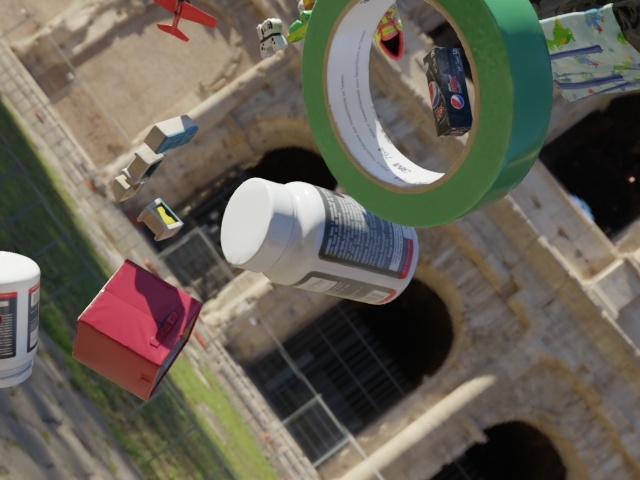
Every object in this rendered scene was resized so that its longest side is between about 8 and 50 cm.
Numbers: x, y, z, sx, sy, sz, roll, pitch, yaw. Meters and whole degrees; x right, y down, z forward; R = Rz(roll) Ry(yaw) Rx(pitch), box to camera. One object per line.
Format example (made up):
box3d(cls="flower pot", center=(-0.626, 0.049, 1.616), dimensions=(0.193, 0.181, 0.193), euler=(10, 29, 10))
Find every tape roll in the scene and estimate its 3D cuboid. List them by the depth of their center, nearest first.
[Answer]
box3d(cls="tape roll", center=(0.110, -0.177, 1.006), dimensions=(0.321, 0.077, 0.321), euler=(22, -59, 42))

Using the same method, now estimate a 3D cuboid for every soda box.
box3d(cls="soda box", center=(0.248, -0.288, 1.686), dimensions=(0.053, 0.060, 0.168), euler=(144, -60, -64))

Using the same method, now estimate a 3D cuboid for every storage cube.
box3d(cls="storage cube", center=(-0.389, 0.192, 1.837), dimensions=(0.193, 0.183, 0.215), euler=(31, -36, 0))

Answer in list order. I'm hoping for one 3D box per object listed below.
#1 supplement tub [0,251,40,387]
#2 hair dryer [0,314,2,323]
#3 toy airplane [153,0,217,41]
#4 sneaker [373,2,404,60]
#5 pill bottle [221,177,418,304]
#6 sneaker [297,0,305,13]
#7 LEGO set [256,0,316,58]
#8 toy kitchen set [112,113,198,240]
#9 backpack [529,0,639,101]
box3d(cls="supplement tub", center=(-0.742, 0.178, 1.979), dimensions=(0.191, 0.191, 0.272), euler=(-137, -129, -60))
box3d(cls="hair dryer", center=(-0.748, 0.160, 1.757), dimensions=(0.294, 0.080, 0.224), euler=(-7, -33, 38))
box3d(cls="toy airplane", center=(-0.276, -0.429, 1.659), dimensions=(0.151, 0.028, 0.151), euler=(19, -20, 7))
box3d(cls="sneaker", center=(0.136, -0.470, 1.837), dimensions=(0.208, 0.082, 0.094), euler=(57, 11, -43))
box3d(cls="pill bottle", center=(0.000, 0.000, 1.351), dimensions=(0.283, 0.161, 0.161), euler=(15, 20, -36))
box3d(cls="sneaker", center=(-0.024, -0.583, 1.971), dimensions=(0.071, 0.083, 0.190), euler=(53, 29, -42))
box3d(cls="LEGO set", center=(-0.016, -0.378, 1.396), dimensions=(0.227, 0.087, 0.093), euler=(-16, -90, 54))
box3d(cls="toy kitchen set", center=(-0.316, -0.132, 1.849), dimensions=(0.166, 0.207, 0.122), euler=(46, 31, 4))
box3d(cls="backpack", center=(0.392, -0.326, 1.169), dimensions=(0.273, 0.290, 0.356), euler=(41, -18, -32))
